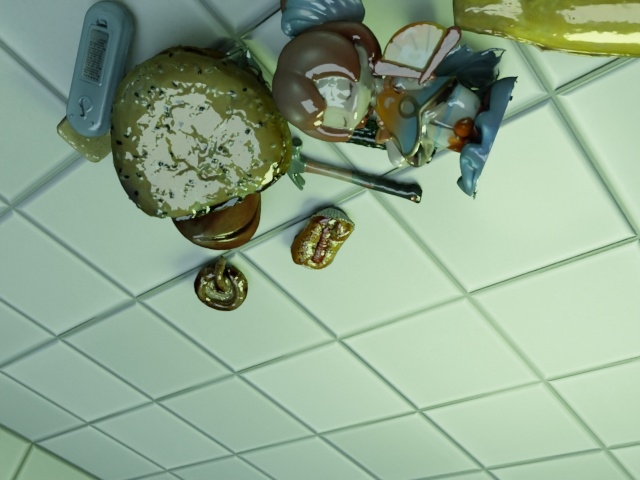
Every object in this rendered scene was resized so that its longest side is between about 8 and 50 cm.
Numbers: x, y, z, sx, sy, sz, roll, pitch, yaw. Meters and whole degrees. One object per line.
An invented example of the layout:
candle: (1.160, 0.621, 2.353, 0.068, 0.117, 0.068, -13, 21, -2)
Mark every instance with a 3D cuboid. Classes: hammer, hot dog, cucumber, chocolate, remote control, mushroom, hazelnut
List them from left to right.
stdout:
remote control: (-0.397, -0.303, 1.145, 0.087, 0.047, 0.244, 19, 105, 5)
hazelnut: (-0.218, -0.059, 1.320, 0.208, 0.208, 0.208, 7, 136, 7)
mushroom: (-0.246, 0.102, 1.585, 0.135, 0.080, 0.170, 4, 137, -8)
hot dog: (0.000, 0.000, 1.436, 0.108, 0.059, 0.191, 20, 134, -13)
hammer: (0.069, -0.127, 1.303, 0.287, 0.033, 0.111, 14, 136, -1)
cucumber: (0.128, -0.192, 1.206, 0.187, 0.058, 0.058, 13, 137, -1)
chocolate: (0.418, -0.345, 0.929, 0.445, 0.162, 0.162, 6, 136, 15)

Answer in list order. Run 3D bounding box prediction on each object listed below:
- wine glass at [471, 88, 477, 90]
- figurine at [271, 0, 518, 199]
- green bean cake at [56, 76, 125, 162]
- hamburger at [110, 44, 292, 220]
wine glass: (0.235, -0.277, 1.084, 0.155, 0.073, 0.073, 35, 133, -17)
figurine: (0.093, -0.242, 0.988, 0.388, 0.248, 0.277, 19, 135, 11)
green bean cake: (-0.428, -0.243, 1.268, 0.179, 0.085, 0.109, -29, 121, 34)
hamburger: (-0.224, -0.206, 1.143, 0.318, 0.195, 0.277, -20, 116, 8)
